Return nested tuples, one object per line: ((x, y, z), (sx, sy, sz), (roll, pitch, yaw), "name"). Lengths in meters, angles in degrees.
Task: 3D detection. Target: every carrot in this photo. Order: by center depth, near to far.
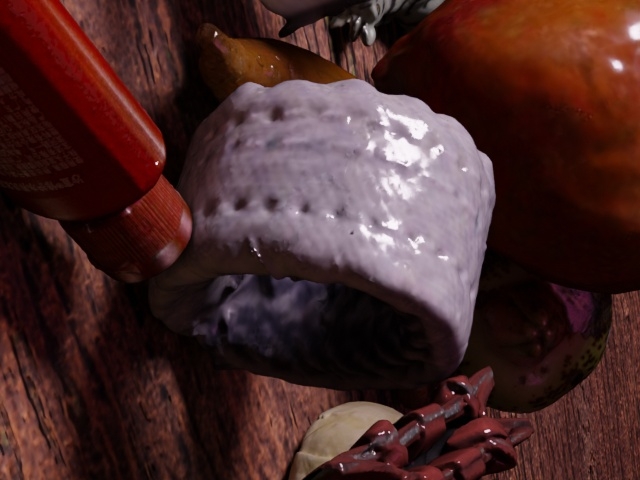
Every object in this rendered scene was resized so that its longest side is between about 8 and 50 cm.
((0.078, 0.092, 1.272), (0.035, 0.036, 0.165), (-38, 119, -57), "carrot")

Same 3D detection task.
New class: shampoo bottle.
((-0.173, -0.090, 0.719), (0.314, 0.118, 0.076), (54, 39, -46), "shampoo bottle")

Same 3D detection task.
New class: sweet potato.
((-0.009, -0.093, 1.041), (0.359, 0.112, 0.112), (36, 57, -59), "sweet potato")

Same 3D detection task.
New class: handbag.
((-0.005, 0.201, 0.870), (0.084, 0.275, 0.260), (55, 26, 12), "handbag")

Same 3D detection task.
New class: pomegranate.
((0.193, 0.073, 1.286), (0.248, 0.214, 0.214), (-70, 155, -84), "pomegranate")

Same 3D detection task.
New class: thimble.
((0.000, 0.000, 0.909), (0.217, 0.245, 0.157), (33, 58, -31), "thimble")

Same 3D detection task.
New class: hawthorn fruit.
((0.227, -0.114, 1.170), (0.308, 0.325, 0.308), (-29, 138, -31), "hawthorn fruit")

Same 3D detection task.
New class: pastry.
((0.035, 0.218, 1.125), (0.156, 0.092, 0.156), (-21, 114, -58), "pastry")

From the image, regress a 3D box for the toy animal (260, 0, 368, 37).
((-0.017, -0.290, 0.948), (0.289, 0.174, 0.249), (58, -9, 4), "toy animal")

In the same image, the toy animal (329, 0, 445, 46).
((0.099, -0.270, 1.269), (0.255, 0.090, 0.170), (-1, 109, -53), "toy animal")
